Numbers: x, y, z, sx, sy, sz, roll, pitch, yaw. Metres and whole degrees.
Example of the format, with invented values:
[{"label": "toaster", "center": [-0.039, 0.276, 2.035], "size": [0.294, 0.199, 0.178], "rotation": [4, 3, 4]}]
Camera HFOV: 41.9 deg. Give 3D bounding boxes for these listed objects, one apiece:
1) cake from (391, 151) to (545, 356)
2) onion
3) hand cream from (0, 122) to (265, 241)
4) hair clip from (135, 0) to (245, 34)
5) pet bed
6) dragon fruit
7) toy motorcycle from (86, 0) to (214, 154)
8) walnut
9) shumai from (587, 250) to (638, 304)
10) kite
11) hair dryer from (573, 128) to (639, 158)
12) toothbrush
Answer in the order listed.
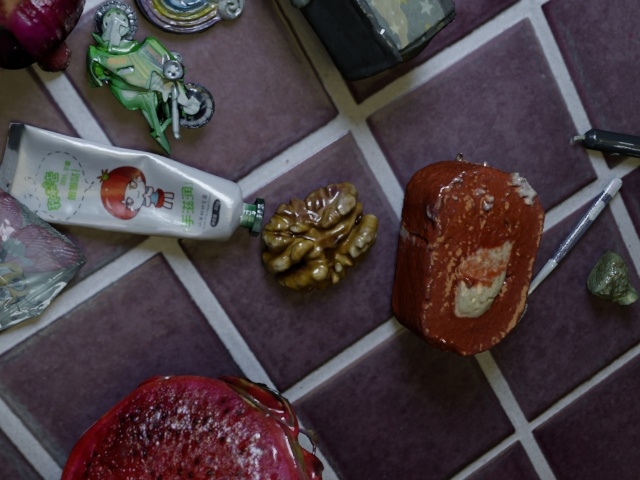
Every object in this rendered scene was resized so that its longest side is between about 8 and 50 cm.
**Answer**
[{"label": "cake", "center": [0.208, 0.019, 1.188], "size": [0.177, 0.151, 0.282], "rotation": [3, 99, -15]}, {"label": "onion", "center": [-0.329, -0.270, 0.937], "size": [0.140, 0.195, 0.218], "rotation": [-40, 147, -4]}, {"label": "hand cream", "center": [-0.239, -0.060, 1.076], "size": [0.336, 0.076, 0.121], "rotation": [11, 101, -13]}, {"label": "hair clip", "center": [-0.179, -0.319, 1.032], "size": [0.116, 0.049, 0.172], "rotation": [-35, 121, 8]}, {"label": "pet bed", "center": [0.036, -0.306, 1.025], "size": [0.159, 0.183, 0.210], "rotation": [-38, 112, -7]}, {"label": "dragon fruit", "center": [-0.148, 0.375, 1.089], "size": [0.371, 0.386, 0.249], "rotation": [-25, 151, 14]}, {"label": "toy motorcycle", "center": [-0.221, -0.200, 1.035], "size": [0.106, 0.074, 0.190], "rotation": [-40, 114, 6]}, {"label": "walnut", "center": [0.000, 0.000, 1.160], "size": [0.170, 0.069, 0.143], "rotation": [-39, 114, -1]}, {"label": "shumai", "center": [0.471, 0.067, 1.322], "size": [0.081, 0.083, 0.082], "rotation": [28, 133, -3]}, {"label": "kite", "center": [-0.463, -0.040, 1.023], "size": [0.204, 0.022, 0.360], "rotation": [-33, 112, 0]}, {"label": "hair dryer", "center": [0.486, -0.132, 1.285], "size": [0.219, 0.071, 0.124], "rotation": [10, 102, -13]}, {"label": "toothbrush", "center": [0.380, 0.016, 1.308], "size": [0.024, 0.026, 0.288], "rotation": [39, 90, -21]}]
